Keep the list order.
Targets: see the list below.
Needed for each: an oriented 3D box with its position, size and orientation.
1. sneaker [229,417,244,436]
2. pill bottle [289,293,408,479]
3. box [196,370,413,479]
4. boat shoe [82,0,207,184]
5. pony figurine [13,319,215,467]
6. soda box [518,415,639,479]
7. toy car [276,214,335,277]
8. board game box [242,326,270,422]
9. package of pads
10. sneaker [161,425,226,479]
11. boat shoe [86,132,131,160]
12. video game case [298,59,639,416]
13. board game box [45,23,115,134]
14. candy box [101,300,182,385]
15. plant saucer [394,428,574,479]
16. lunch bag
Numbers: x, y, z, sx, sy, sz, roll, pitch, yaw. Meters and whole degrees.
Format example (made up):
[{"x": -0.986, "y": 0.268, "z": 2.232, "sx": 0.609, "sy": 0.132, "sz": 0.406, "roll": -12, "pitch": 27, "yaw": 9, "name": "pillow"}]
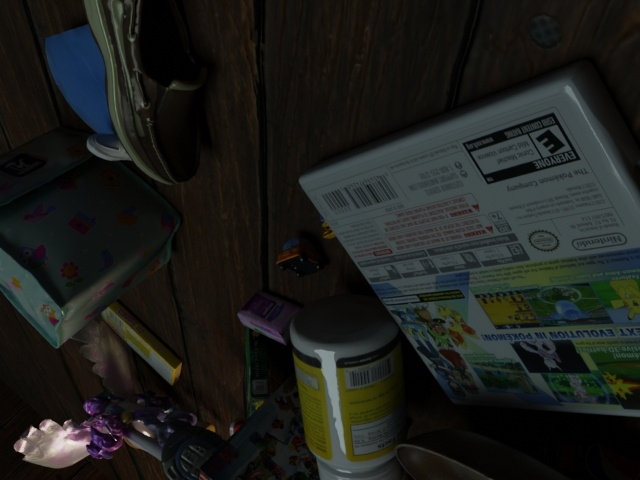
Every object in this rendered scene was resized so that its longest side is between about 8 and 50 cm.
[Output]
[{"x": -0.122, "y": 0.378, "z": 1.411, "sx": 0.067, "sy": 0.042, "sz": 0.118, "roll": 22, "pitch": 150, "yaw": 42, "name": "sneaker"}, {"x": 0.036, "y": 0.176, "z": 0.844, "sx": 0.119, "sy": 0.119, "sz": 0.209, "roll": 16, "pitch": 121, "yaw": 41, "name": "pill bottle"}, {"x": -0.015, "y": 0.261, "z": 0.943, "sx": 0.159, "sy": 0.233, "sz": 0.044, "roll": 36, "pitch": 142, "yaw": 16, "name": "box"}, {"x": -0.161, "y": -0.158, "z": 0.768, "sx": 0.095, "sy": 0.095, "sz": 0.257, "roll": 17, "pitch": 140, "yaw": 31, "name": "boat shoe"}, {"x": -0.400, "y": 0.372, "z": 1.559, "sx": 0.363, "sy": 0.303, "sz": 0.351, "roll": 15, "pitch": 153, "yaw": 25, "name": "pony figurine"}, {"x": 0.277, "y": 0.239, "z": 0.731, "sx": 0.169, "sy": 0.053, "sz": 0.060, "roll": 22, "pitch": 143, "yaw": 35, "name": "soda box"}, {"x": 0.000, "y": 0.000, "z": 0.829, "sx": 0.122, "sy": 0.060, "sz": 0.041, "roll": -34, "pitch": 54, "yaw": 43, "name": "toy car"}, {"x": -0.097, "y": 0.220, "z": 1.120, "sx": 0.030, "sy": 0.136, "sz": 0.260, "roll": 1, "pitch": 146, "yaw": -7, "name": "board game box"}, {"x": -0.062, "y": 0.099, "z": 0.992, "sx": 0.083, "sy": 0.050, "sz": 0.032, "roll": 19, "pitch": 146, "yaw": 38, "name": "package of pads"}, {"x": -0.105, "y": 0.378, "z": 1.142, "sx": 0.297, "sy": 0.111, "sz": 0.129, "roll": 40, "pitch": 165, "yaw": 0, "name": "sneaker"}, {"x": -0.230, "y": -0.115, "z": 0.922, "sx": 0.100, "sy": 0.035, "sz": 0.035, "roll": 13, "pitch": 146, "yaw": -24, "name": "boat shoe"}, {"x": 0.157, "y": 0.028, "z": 0.648, "sx": 0.300, "sy": 0.036, "sz": 0.329, "roll": 55, "pitch": 148, "yaw": -14, "name": "video game case"}, {"x": -0.252, "y": -0.193, "z": 0.899, "sx": 0.168, "sy": 0.033, "sz": 0.133, "roll": 0, "pitch": 127, "yaw": 42, "name": "board game box"}, {"x": -0.355, "y": 0.195, "z": 1.499, "sx": 0.206, "sy": 0.027, "sz": 0.105, "roll": 41, "pitch": 153, "yaw": 9, "name": "candy box"}, {"x": 0.216, "y": 0.278, "z": 0.753, "sx": 0.310, "sy": 0.050, "sz": 0.310, "roll": 33, "pitch": 160, "yaw": 14, "name": "plant saucer"}, {"x": -0.362, "y": -0.029, "z": 1.042, "sx": 0.262, "sy": 0.223, "sz": 0.160, "roll": 44, "pitch": 144, "yaw": 7, "name": "lunch bag"}]
